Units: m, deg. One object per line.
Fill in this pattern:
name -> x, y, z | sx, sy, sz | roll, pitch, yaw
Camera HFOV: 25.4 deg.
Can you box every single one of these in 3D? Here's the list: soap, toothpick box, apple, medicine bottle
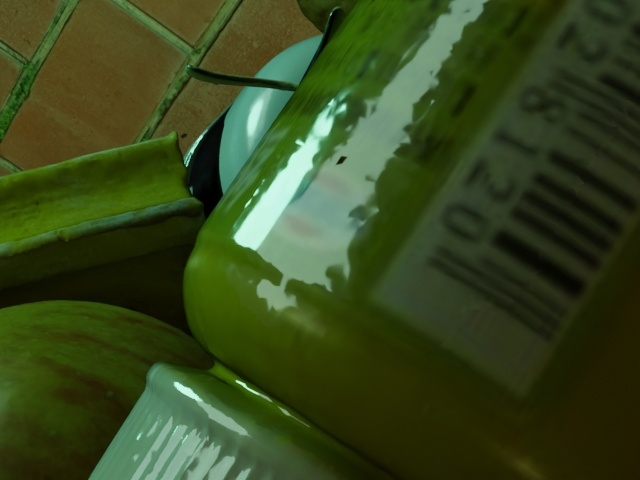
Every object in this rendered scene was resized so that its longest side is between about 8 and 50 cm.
soap -> -0.243, 0.051, 1.293 | 0.281, 0.143, 0.259 | -16, -38, -18
toothpick box -> 0.020, -0.056, 1.300 | 0.263, 0.263, 0.354 | -57, 8, -18
apple -> -0.226, 0.233, 1.115 | 0.400, 0.333, 0.400 | -53, 8, 10
medicine bottle -> 0.064, 0.033, 0.530 | 0.384, 0.224, 0.224 | -57, 7, -7

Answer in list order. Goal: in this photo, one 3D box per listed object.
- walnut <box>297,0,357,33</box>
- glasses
walnut -> 0.127, -0.380, 1.744 | 0.354, 0.308, 0.398 | -43, 5, 1
glasses -> -0.012, -0.068, 1.080 | 0.239, 0.207, 0.102 | -33, 10, 9
